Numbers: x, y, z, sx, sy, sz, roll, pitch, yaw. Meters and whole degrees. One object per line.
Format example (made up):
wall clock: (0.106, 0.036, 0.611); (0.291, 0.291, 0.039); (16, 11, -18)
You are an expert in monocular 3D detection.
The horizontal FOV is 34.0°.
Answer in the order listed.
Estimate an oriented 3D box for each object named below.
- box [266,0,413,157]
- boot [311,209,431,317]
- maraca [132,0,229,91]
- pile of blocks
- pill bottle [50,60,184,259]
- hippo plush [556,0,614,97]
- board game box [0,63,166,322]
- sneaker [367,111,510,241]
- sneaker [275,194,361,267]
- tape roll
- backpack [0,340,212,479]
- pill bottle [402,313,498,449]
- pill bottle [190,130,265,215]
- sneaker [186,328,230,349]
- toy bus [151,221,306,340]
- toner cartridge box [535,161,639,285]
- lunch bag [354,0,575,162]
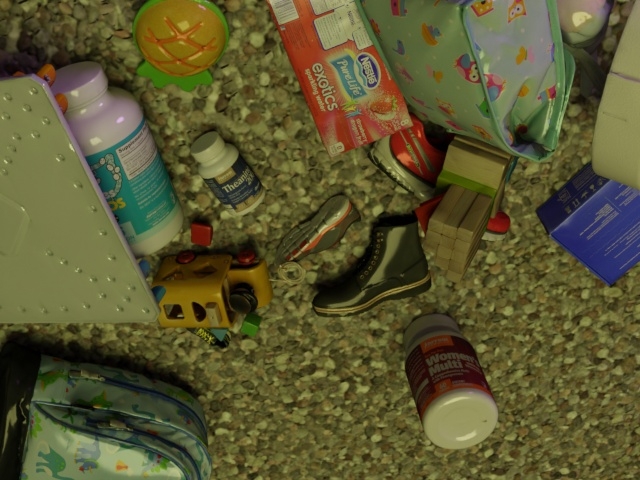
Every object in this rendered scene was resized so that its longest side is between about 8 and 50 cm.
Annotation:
box: (0.021, -0.260, 1.416); (0.128, 0.122, 0.256); (-21, 124, 5)
boot: (0.072, 0.034, 1.655); (0.198, 0.077, 0.137); (-19, 120, -13)
maraca: (-0.189, -0.263, 1.400); (0.127, 0.099, 0.185); (9, 147, -9)
pile of blocks: (0.219, -0.122, 1.495); (0.113, 0.362, 0.149); (23, 162, 15)
pill bottle: (-0.297, -0.110, 1.447); (0.146, 0.146, 0.264); (-17, 123, 2)
hippo plush: (0.364, -0.361, 1.342); (0.236, 0.234, 0.294); (-44, 100, 6)
board game box: (-0.442, -0.047, 1.425); (0.390, 0.050, 0.389); (-2, 128, 25)
sneaker: (0.203, -0.094, 1.572); (0.279, 0.107, 0.118); (33, 100, -30)
sneaker: (0.000, 0.000, 1.622); (0.158, 0.061, 0.065); (-39, 127, 16)
tape roll: (0.463, -0.255, 1.362); (0.072, 0.392, 0.392); (24, 124, 22)
backpack: (-0.353, 0.339, 1.690); (0.356, 0.273, 0.290); (9, 115, -29)
pill bottle: (0.204, 0.223, 1.701); (0.121, 0.221, 0.121); (-4, 123, -7)
pill bottle: (-0.137, -0.099, 1.527); (0.067, 0.067, 0.120); (-29, 123, 9)
sneaker: (-0.181, 0.151, 1.701); (0.083, 0.035, 0.031); (22, 116, -22)
toy bus: (-0.157, 0.084, 1.599); (0.191, 0.104, 0.202); (34, 127, -12)
toner cartridge box: (0.523, -0.099, 1.634); (0.165, 0.075, 0.348); (36, 111, -28)
lunch bag: (0.188, -0.230, 1.305); (0.160, 0.223, 0.262); (-40, 128, -18)
